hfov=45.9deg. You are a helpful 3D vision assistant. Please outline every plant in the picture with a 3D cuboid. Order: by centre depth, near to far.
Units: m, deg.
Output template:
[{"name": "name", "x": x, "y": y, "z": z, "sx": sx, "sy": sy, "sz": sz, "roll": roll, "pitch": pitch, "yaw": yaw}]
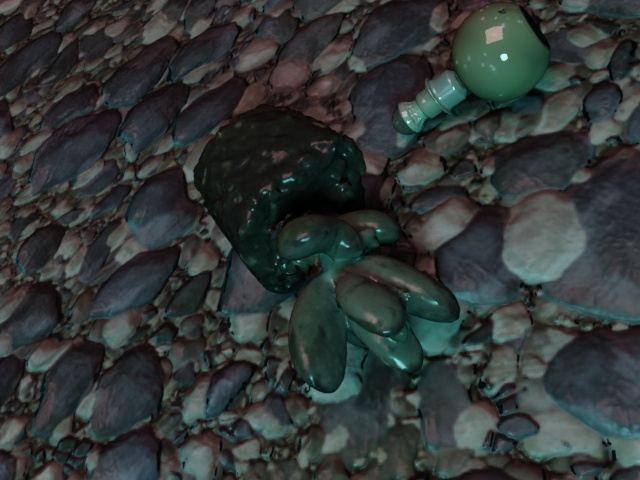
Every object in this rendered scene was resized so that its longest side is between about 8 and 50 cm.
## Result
[{"name": "plant", "x": 0.001, "y": -0.002, "z": 0.645, "sx": 0.146, "sy": 0.149, "sz": 0.274, "roll": -38, "pitch": 50, "yaw": 2}]

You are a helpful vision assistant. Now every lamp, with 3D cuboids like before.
[{"name": "lamp", "x": 0.136, "y": -0.153, "z": 0.725, "sx": 0.163, "sy": 0.091, "sz": 0.091, "roll": -35, "pitch": 46, "yaw": 25}]
